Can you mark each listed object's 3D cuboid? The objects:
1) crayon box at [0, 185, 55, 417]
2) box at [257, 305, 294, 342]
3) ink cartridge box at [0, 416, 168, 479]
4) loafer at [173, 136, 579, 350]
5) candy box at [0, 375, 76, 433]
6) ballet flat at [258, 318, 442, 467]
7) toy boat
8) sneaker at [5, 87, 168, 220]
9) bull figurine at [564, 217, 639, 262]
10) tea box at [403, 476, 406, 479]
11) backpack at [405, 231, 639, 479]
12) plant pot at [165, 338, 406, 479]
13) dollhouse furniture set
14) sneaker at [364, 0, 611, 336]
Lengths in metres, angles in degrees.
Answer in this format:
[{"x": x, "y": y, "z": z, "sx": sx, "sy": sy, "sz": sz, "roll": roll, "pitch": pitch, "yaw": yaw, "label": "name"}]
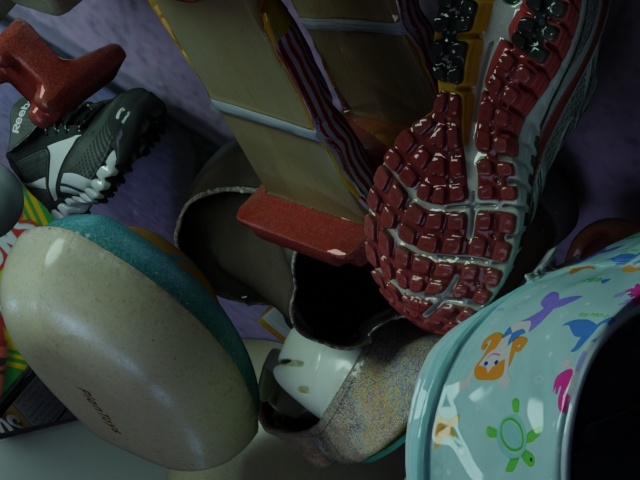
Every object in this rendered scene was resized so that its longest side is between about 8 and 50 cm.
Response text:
[{"x": -0.374, "y": 0.007, "z": 1.344, "sx": 0.318, "sy": 0.202, "sz": 0.081, "roll": 37, "pitch": 151, "yaw": 1, "label": "crayon box"}, {"x": 0.008, "y": 0.064, "z": 1.178, "sx": 0.081, "sy": 0.028, "sz": 0.136, "roll": 40, "pitch": 149, "yaw": -5, "label": "box"}, {"x": -0.311, "y": 0.258, "z": 1.465, "sx": 0.306, "sy": 0.226, "sz": 0.131, "roll": -19, "pitch": 83, "yaw": 45, "label": "ink cartridge box"}, {"x": 0.000, "y": 0.000, "z": 0.982, "sx": 0.134, "sy": 0.130, "sz": 0.366, "roll": 50, "pitch": 150, "yaw": -21, "label": "loafer"}, {"x": -0.338, "y": 0.220, "z": 1.738, "sx": 0.183, "sy": 0.087, "sz": 0.316, "roll": 1, "pitch": 135, "yaw": 46, "label": "candy box"}, {"x": 0.010, "y": 0.111, "z": 1.085, "sx": 0.106, "sy": 0.107, "sz": 0.316, "roll": 31, "pitch": 157, "yaw": -4, "label": "ballet flat"}, {"x": -0.185, "y": 0.039, "z": 1.099, "sx": 0.318, "sy": 0.148, "sz": 0.267, "roll": 21, "pitch": 154, "yaw": 24, "label": "toy boat"}, {"x": -0.198, "y": -0.078, "z": 1.148, "sx": 0.106, "sy": 0.078, "sz": 0.234, "roll": 40, "pitch": 154, "yaw": -9, "label": "sneaker"}, {"x": 0.274, "y": 0.088, "z": 0.811, "sx": 0.310, "sy": 0.101, "sz": 0.188, "roll": 24, "pitch": 127, "yaw": 34, "label": "bull figurine"}, {"x": 0.182, "y": 0.307, "z": 0.990, "sx": 0.329, "sy": 0.220, "sz": 0.323, "roll": 26, "pitch": 143, "yaw": 13, "label": "tea box"}, {"x": 0.152, "y": 0.111, "z": 0.675, "sx": 0.191, "sy": 0.253, "sz": 0.225, "roll": -6, "pitch": 103, "yaw": 45, "label": "backpack"}, {"x": -0.035, "y": 0.255, "z": 1.337, "sx": 0.284, "sy": 0.191, "sz": 0.284, "roll": 27, "pitch": 149, "yaw": 18, "label": "plant pot"}, {"x": -0.086, "y": -0.143, "z": 0.874, "sx": 0.374, "sy": 0.152, "sz": 0.201, "roll": 21, "pitch": 149, "yaw": 46, "label": "dollhouse furniture set"}, {"x": 0.096, "y": -0.051, "z": 0.745, "sx": 0.088, "sy": 0.093, "sz": 0.225, "roll": 32, "pitch": 113, "yaw": 29, "label": "sneaker"}]
